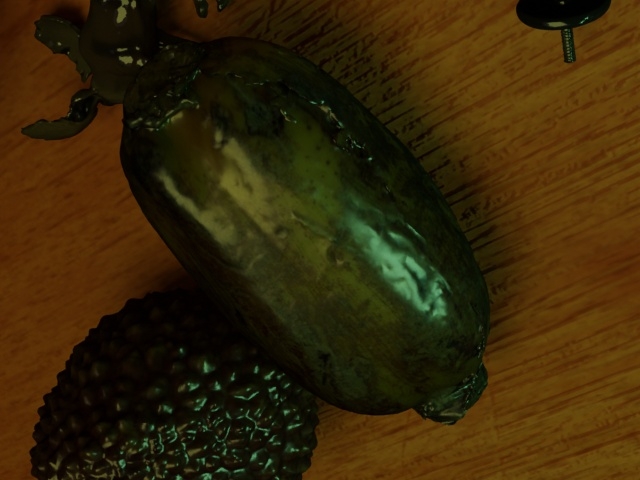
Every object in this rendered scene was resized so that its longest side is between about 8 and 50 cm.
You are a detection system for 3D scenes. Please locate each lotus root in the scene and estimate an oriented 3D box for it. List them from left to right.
[{"bbox_3d":[0.000,0.000,1.299,0.196,0.179,0.397,-25,120,30],"label":"lotus root"}]

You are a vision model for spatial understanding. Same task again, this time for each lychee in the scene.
[{"bbox_3d":[-0.142,0.171,1.477,0.271,0.271,0.271,16,130,20],"label":"lychee"}]

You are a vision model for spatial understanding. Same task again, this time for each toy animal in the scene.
[{"bbox_3d":[-0.168,-0.165,1.363,0.186,0.093,0.214,12,130,10],"label":"toy animal"}]

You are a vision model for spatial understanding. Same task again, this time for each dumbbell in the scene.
[{"bbox_3d":[0.169,-0.192,1.150,0.069,0.069,0.147,6,125,27],"label":"dumbbell"}]
